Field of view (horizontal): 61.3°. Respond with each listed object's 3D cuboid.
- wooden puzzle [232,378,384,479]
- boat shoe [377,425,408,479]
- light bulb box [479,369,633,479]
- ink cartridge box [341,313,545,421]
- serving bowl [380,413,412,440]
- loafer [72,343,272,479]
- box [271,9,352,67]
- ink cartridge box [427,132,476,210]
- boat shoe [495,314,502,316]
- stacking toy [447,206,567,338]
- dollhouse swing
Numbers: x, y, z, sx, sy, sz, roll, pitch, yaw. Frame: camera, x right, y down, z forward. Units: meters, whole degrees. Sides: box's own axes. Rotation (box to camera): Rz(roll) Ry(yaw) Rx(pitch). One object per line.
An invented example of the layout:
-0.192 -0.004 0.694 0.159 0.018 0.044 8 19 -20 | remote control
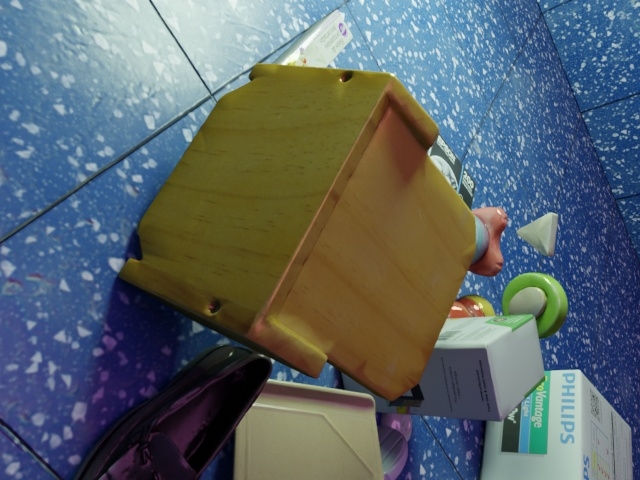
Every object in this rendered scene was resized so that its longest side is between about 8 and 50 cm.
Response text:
-0.014 0.316 0.727 0.220 0.044 0.239 14 49 -20 | wooden puzzle
0.029 0.390 0.808 0.302 0.109 0.094 -24 119 -45 | boat shoe
0.554 0.536 1.253 0.361 0.225 0.358 41 51 -33 | light bulb box
0.198 0.205 0.905 0.201 0.278 0.117 -9 89 -50 | ink cartridge box
0.145 0.339 0.994 0.083 0.027 0.084 17 67 -46 | serving bowl
-0.165 0.227 0.619 0.109 0.095 0.302 59 43 -18 | loafer
-0.038 -0.307 0.950 0.063 0.067 0.324 54 43 -24 | box
0.313 -0.168 1.328 0.206 0.045 0.208 44 48 -31 | ink cartridge box
0.386 0.274 1.260 0.104 0.089 0.285 45 40 5 | boat shoe
0.336 0.072 1.104 0.130 0.279 0.309 6 80 -37 | stacking toy
0.000 0.000 0.742 0.347 0.314 0.305 -63 145 -16 | dollhouse swing
